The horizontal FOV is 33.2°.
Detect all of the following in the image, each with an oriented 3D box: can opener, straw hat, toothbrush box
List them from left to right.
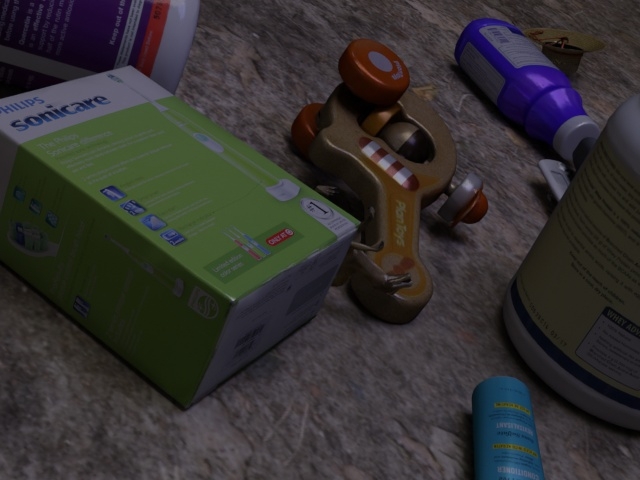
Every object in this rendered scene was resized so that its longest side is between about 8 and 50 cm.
[{"bbox_3d":[-0.143,-0.018,0.932,0.283,0.122,0.206,36,32,15],"label":"toothbrush box"},{"bbox_3d":[0.413,-0.317,1.839,0.144,0.061,0.144,6,25,-3],"label":"straw hat"},{"bbox_3d":[0.346,-0.029,1.339,0.074,0.093,0.280,13,38,-21],"label":"can opener"}]

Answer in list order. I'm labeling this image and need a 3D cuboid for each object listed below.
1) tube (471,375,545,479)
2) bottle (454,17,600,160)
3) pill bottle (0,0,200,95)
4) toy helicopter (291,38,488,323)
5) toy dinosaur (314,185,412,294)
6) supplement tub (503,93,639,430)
[{"bbox_3d":[0.158,0.205,0.893,0.080,0.052,0.207,10,39,-5],"label":"tube"},{"bbox_3d":[0.310,-0.226,1.597,0.118,0.092,0.283,2,38,-33],"label":"bottle"},{"bbox_3d":[-0.297,-0.248,1.107,0.322,0.182,0.182,15,33,-18],"label":"pill bottle"},{"bbox_3d":[0.092,-0.044,1.173,0.234,0.140,0.355,25,41,-19],"label":"toy helicopter"},{"bbox_3d":[0.000,0.000,1.018,0.183,0.093,0.053,22,36,22],"label":"toy dinosaur"},{"bbox_3d":[0.350,0.001,1.059,0.235,0.325,0.235,18,32,-12],"label":"supplement tub"}]
